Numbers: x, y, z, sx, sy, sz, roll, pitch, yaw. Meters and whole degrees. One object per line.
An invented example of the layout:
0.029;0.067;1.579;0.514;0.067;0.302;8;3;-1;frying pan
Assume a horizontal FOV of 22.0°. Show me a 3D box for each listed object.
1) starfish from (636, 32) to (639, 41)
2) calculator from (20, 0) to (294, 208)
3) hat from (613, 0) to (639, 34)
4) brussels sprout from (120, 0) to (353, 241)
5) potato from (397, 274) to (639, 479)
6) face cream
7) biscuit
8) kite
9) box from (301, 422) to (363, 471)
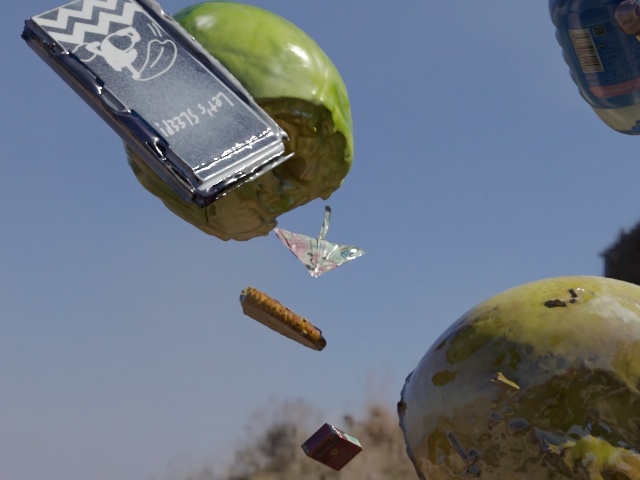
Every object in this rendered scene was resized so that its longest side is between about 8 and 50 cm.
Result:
0.483;-0.434;2.144;0.084;0.301;0.293;24;28;-17;starfish
-0.163;-0.155;1.675;0.166;0.274;0.028;-32;-19;-45;calculator
0.397;-0.289;2.095;0.042;0.058;0.087;-29;16;23;hat
-0.116;-0.147;2.134;0.268;0.344;0.344;-36;17;-37;brussels sprout
0.351;0.222;2.022;0.442;0.385;0.319;17;-43;-20;potato
0.405;-0.251;2.219;0.149;0.083;0.264;-13;-54;20;face cream
-0.047;0.100;2.077;0.126;0.025;0.206;30;-7;1;biscuit
0.000;0.000;2.362;0.139;0.156;0.011;17;-49;-3;kite
0.017;0.291;2.315;0.051;0.023;0.082;-44;-41;10;box
